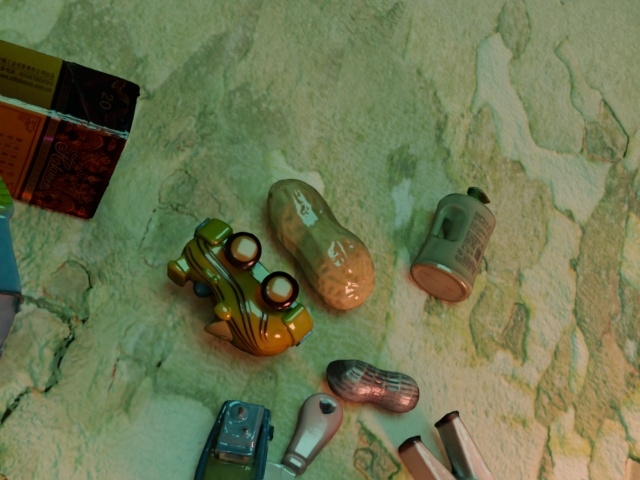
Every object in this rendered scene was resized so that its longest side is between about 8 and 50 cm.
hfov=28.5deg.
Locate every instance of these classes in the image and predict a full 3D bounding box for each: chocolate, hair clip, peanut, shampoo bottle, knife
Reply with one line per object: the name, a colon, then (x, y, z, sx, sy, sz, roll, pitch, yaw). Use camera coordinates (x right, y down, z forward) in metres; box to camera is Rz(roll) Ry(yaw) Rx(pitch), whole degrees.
chocolate: (0.086, 0.239, 2.071, 0.167, 0.072, 0.072, 18, 56, -19)
hair clip: (0.255, 0.443, 2.026, 0.101, 0.085, 0.330, -24, 77, -32)
peanut: (0.000, 0.000, 2.136, 0.124, 0.123, 0.256, -29, 80, -35)
shampoo bottle: (0.249, -0.008, 2.283, 0.118, 0.087, 0.234, 31, 53, -8)
knife: (-0.068, 0.365, 1.945, 0.081, 0.043, 0.336, 34, 55, 3)

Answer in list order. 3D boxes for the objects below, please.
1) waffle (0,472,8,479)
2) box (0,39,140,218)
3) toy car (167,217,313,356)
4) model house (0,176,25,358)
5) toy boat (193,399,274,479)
waffle: (-0.520, 0.372, 1.707, 0.214, 0.054, 0.207, 0, 59, -24)
box: (-0.503, -0.187, 1.911, 0.415, 0.264, 0.115, 16, 56, -15)
toy car: (-0.133, 0.089, 1.989, 0.142, 0.200, 0.248, -41, 83, -15)
model house: (-0.568, 0.015, 1.799, 0.237, 0.215, 0.303, 1, 58, -25)
toy boat: (-0.131, 0.342, 1.880, 0.109, 0.098, 0.237, 12, 57, 1)
